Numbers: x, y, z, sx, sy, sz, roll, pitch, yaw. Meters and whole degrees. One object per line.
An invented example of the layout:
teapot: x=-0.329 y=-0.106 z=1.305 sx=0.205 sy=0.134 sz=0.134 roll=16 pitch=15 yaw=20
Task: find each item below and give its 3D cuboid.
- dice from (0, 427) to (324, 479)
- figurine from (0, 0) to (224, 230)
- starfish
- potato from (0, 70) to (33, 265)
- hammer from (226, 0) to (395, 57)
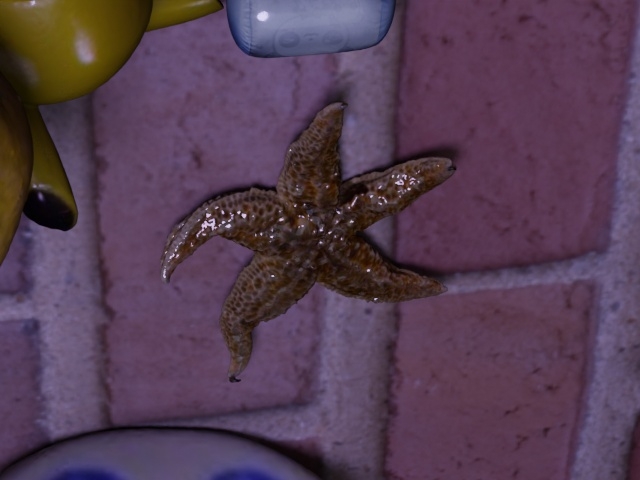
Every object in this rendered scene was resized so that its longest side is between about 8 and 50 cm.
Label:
dice: x=-0.127 y=0.349 z=1.548 sx=0.304 sy=0.304 sz=0.277 roll=0 pitch=128 yaw=-13
figurine: x=-0.169 y=-0.201 z=1.190 sx=0.169 sy=0.218 sz=0.327 roll=23 pitch=141 yaw=21
starfish: x=0.000 y=0.000 z=1.450 sx=0.235 sy=0.062 sz=0.277 roll=8 pitch=125 yaw=-19
potato: x=-0.351 y=-0.084 z=1.135 sx=0.296 sy=0.397 sz=0.290 roll=-41 pitch=164 yaw=19
hammer: x=-0.006 y=-0.213 z=1.275 sx=0.116 sy=0.069 sz=0.194 roll=-5 pitch=125 yaw=-7
